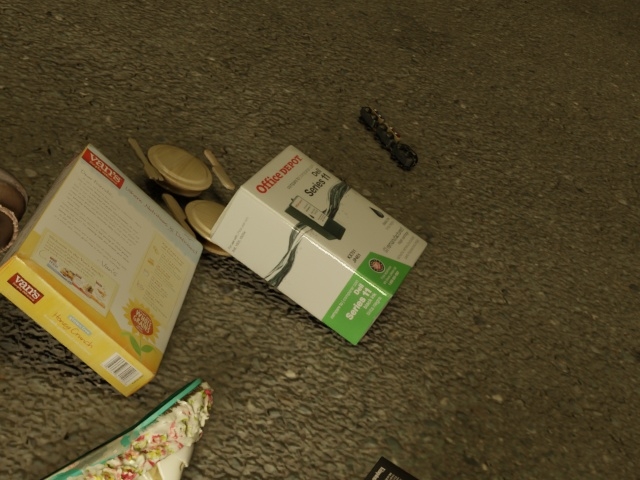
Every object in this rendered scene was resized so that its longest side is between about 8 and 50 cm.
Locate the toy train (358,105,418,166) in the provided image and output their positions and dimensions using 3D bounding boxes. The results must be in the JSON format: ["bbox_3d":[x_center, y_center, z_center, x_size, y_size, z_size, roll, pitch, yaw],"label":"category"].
[{"bbox_3d":[0.105,-0.162,1.625,0.036,0.027,0.158,3,36,-35],"label":"toy train"}]

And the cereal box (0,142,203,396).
[{"bbox_3d":[-0.212,0.021,1.052,0.173,0.047,0.240,44,25,-17],"label":"cereal box"}]

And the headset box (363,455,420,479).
[{"bbox_3d":[0.108,0.326,0.776,0.293,0.110,0.218,30,32,14],"label":"headset box"}]

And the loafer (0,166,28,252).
[{"bbox_3d":[-0.432,0.019,0.931,0.366,0.134,0.130,-12,61,-31],"label":"loafer"}]

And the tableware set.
[{"bbox_3d":[-0.153,-0.045,1.270,0.128,0.039,0.194,5,38,-43],"label":"tableware set"}]

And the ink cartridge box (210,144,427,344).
[{"bbox_3d":[0.000,0.000,1.213,0.208,0.087,0.153,35,32,3],"label":"ink cartridge box"}]

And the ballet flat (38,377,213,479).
[{"bbox_3d":[-0.164,0.196,0.861,0.241,0.091,0.077,-30,88,-48],"label":"ballet flat"}]
